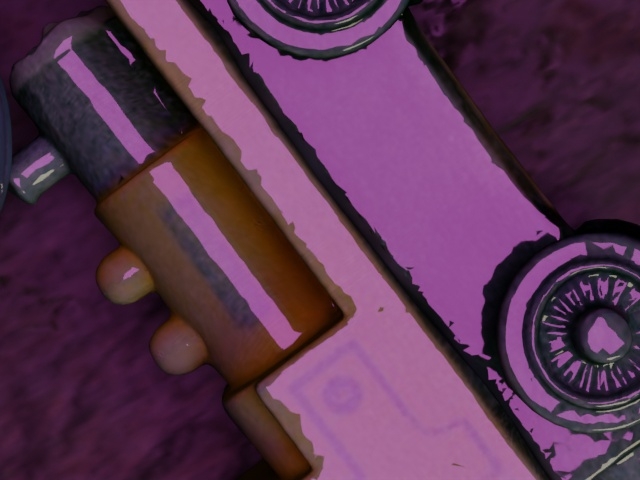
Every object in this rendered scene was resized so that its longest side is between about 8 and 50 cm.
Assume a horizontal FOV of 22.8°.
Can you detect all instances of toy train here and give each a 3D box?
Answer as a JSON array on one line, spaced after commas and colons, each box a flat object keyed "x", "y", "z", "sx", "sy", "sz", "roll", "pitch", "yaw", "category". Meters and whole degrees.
[{"x": 0.000, "y": 0.000, "z": 0.706, "sx": 0.237, "sy": 0.150, "sz": 0.369, "roll": -37, "pitch": 94, "yaw": 0, "category": "toy train"}]

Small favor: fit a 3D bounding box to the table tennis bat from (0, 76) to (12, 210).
[{"x": -0.187, "y": -0.013, "z": 0.709, "sx": 0.124, "sy": 0.033, "sz": 0.201, "roll": 8, "pitch": 106, "yaw": 31, "category": "table tennis bat"}]
